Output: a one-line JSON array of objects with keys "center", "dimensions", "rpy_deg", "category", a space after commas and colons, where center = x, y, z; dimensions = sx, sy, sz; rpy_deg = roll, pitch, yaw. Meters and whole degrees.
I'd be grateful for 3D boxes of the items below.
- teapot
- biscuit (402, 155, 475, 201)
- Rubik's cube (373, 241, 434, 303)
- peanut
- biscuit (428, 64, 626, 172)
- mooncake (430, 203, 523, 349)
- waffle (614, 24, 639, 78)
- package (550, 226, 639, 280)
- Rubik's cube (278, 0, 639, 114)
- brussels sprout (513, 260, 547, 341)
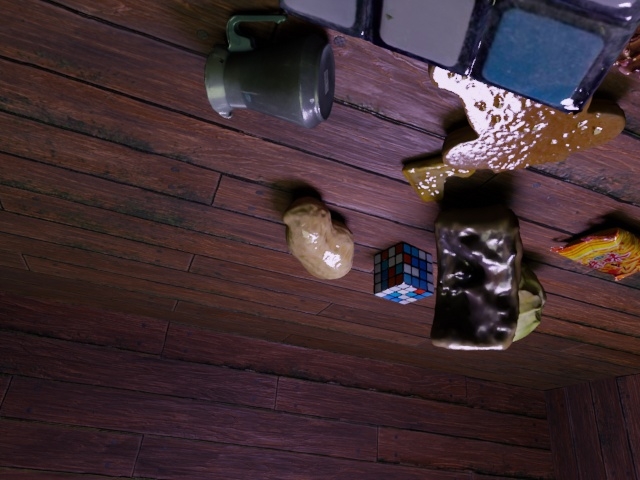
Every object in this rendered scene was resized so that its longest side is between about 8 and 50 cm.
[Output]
[{"center": [-0.095, -0.323, 0.908], "dimensions": [0.225, 0.171, 0.203], "rpy_deg": [6, 121, 12], "category": "teapot"}, {"center": [0.323, -0.166, 1.238], "dimensions": [0.183, 0.039, 0.174], "rpy_deg": [-13, 146, 32], "category": "biscuit"}, {"center": [0.290, 0.119, 1.662], "dimensions": [0.151, 0.154, 0.155], "rpy_deg": [22, 149, -29], "category": "Rubik's cube"}, {"center": [0.000, 0.000, 1.474], "dimensions": [0.192, 0.170, 0.387], "rpy_deg": [-12, 148, 19], "category": "peanut"}, {"center": [0.401, -0.291, 0.958], "dimensions": [0.368, 0.076, 0.394], "rpy_deg": [-10, 146, 27], "category": "biscuit"}, {"center": [0.439, 0.096, 1.338], "dimensions": [0.246, 0.393, 0.394], "rpy_deg": [0, 143, 17], "category": "mooncake"}, {"center": [0.595, -0.359, 0.757], "dimensions": [0.234, 0.056, 0.221], "rpy_deg": [2, 138, -12], "category": "waffle"}, {"center": [0.898, 0.035, 1.453], "dimensions": [0.288, 0.109, 0.223], "rpy_deg": [23, 154, -15], "category": "package"}, {"center": [0.178, -0.392, 0.406], "dimensions": [0.358, 0.362, 0.363], "rpy_deg": [29, 156, 13], "category": "Rubik's cube"}, {"center": [0.585, 0.191, 1.614], "dimensions": [0.327, 0.328, 0.247], "rpy_deg": [8, 177, -5], "category": "brussels sprout"}]
